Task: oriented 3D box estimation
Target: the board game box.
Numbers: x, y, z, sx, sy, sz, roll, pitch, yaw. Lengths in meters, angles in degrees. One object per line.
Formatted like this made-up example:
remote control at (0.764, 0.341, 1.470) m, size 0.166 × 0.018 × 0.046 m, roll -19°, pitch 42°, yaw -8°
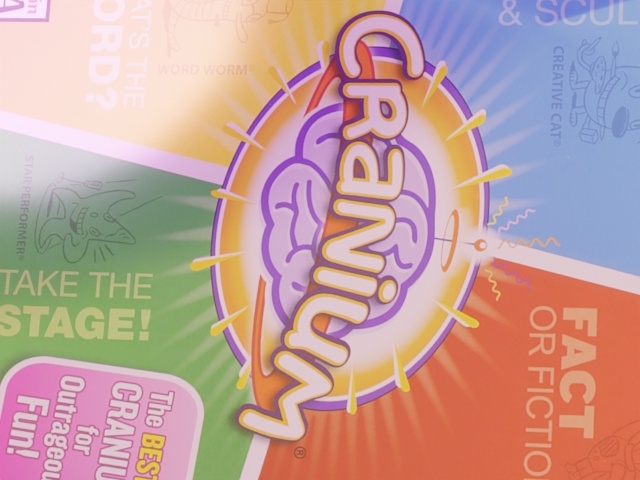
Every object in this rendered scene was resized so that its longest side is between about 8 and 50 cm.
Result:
board game box at (0.000, 0.000, 0.736) m, size 0.317 × 0.064 × 0.242 m, roll 1°, pitch 78°, yaw 11°
